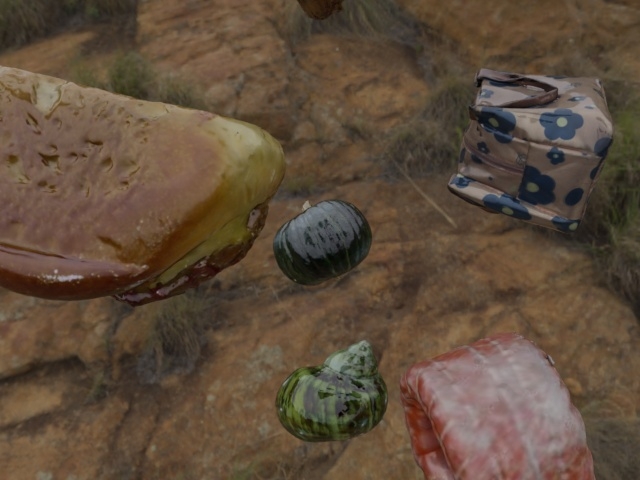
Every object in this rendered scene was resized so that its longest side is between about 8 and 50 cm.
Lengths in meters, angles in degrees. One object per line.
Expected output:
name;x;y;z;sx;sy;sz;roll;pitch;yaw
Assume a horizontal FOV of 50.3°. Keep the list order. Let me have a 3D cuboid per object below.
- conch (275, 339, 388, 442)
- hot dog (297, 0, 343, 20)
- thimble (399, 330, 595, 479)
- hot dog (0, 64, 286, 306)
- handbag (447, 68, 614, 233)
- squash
conch;0.023;0.257;1.166;0.187;0.124;0.182;24;63;14
hot dog;-0.052;-0.453;0.989;0.122;0.272;0.196;-40;39;10
thimble;0.198;0.238;0.816;0.162;0.239;0.239;-18;35;-9
hot dog;-0.249;-0.052;0.722;0.404;0.223;0.185;13;2;6
handbag;0.297;-0.144;0.986;0.193;0.190;0.251;16;33;7
squash;0.002;0.005;1.461;0.218;0.172;0.218;-34;14;10
